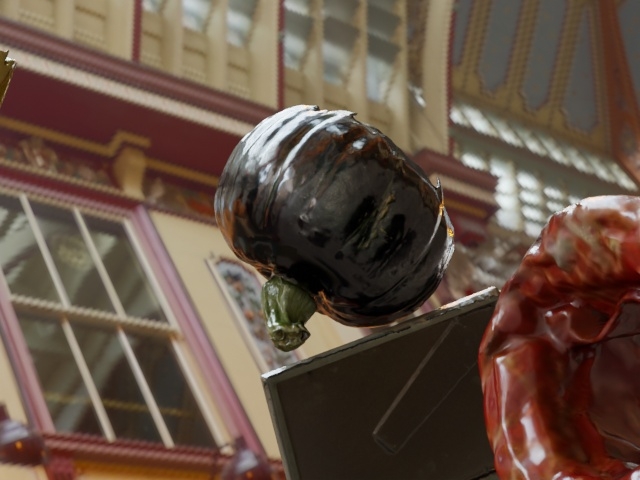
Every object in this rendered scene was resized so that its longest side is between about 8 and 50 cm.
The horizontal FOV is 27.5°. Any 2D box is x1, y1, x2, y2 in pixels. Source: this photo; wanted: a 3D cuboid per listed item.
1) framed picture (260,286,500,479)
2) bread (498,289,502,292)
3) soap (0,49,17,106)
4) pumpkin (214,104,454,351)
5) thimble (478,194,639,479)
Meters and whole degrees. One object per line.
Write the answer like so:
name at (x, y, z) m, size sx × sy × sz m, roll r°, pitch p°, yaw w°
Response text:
framed picture at (0.099, 0.208, 1.506) m, size 0.315 × 0.024 × 0.231 m, roll -18°, pitch -76°, yaw -21°
bread at (0.292, 0.143, 1.847) m, size 0.236 × 0.106 × 0.140 m, roll 2°, pitch -53°, yaw -42°
soap at (-0.478, -0.091, 1.417) m, size 0.204 × 0.096 × 0.324 m, roll 22°, pitch -87°, yaw -15°
pumpkin at (0.000, 0.000, 1.532) m, size 0.296 × 0.296 × 0.295 m, roll -17°, pitch -42°, yaw -17°
thimble at (0.321, 0.135, 1.186) m, size 0.231 × 0.350 × 0.350 m, roll 13°, pitch -57°, yaw -31°
